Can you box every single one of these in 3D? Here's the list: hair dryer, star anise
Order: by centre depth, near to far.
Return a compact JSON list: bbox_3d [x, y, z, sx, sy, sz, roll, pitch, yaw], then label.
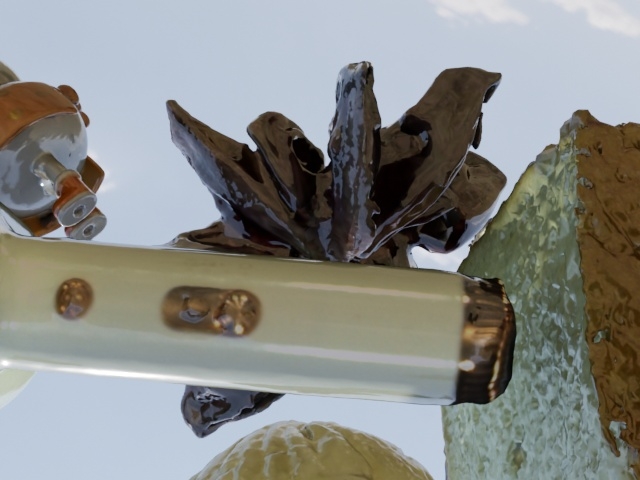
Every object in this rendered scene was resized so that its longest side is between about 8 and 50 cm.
[{"bbox_3d":[-0.075,0.030,0.459,0.362,0.128,0.203,5,170,-1],"label":"hair dryer"},{"bbox_3d":[-0.001,-0.003,0.642,0.212,0.282,0.129,26,-157,-45],"label":"star anise"}]

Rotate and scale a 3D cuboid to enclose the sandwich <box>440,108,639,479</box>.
[{"bbox_3d":[0.126,0.101,0.505,0.087,0.226,0.251,6,-119,-12],"label":"sandwich"}]

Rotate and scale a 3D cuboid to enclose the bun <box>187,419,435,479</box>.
[{"bbox_3d":[-0.015,0.316,1.091,0.352,0.349,0.227,6,-132,-34],"label":"bun"}]

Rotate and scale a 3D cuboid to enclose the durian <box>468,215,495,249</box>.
[{"bbox_3d":[0.184,0.019,1.131,0.052,0.130,0.066,3,-143,0],"label":"durian"}]

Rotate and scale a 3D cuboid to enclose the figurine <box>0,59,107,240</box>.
[{"bbox_3d":[-0.274,-0.100,0.932,0.143,0.143,0.271,2,-135,-42],"label":"figurine"}]
